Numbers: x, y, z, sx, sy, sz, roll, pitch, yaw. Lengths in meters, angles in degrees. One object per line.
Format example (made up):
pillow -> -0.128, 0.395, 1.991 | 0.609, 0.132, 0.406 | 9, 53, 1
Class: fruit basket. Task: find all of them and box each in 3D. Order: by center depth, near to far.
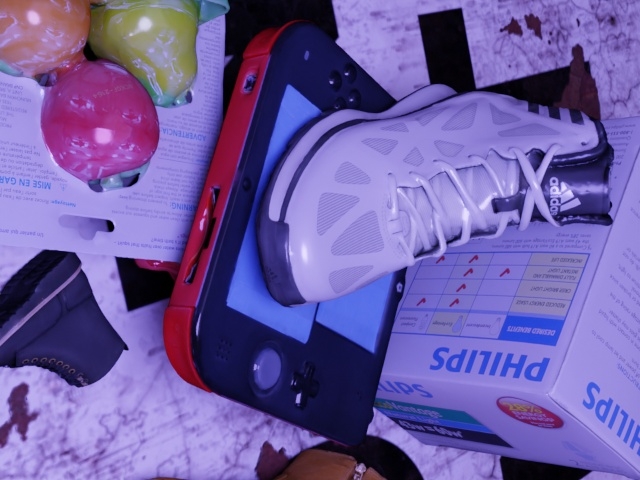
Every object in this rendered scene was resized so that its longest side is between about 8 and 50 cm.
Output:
fruit basket -> -0.228, -0.162, 1.017 | 0.327, 0.165, 0.353 | 6, 86, -42

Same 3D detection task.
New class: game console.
game console -> 0.000, 0.000, 1.134 | 0.342, 0.060, 0.387 | 31, 69, -47

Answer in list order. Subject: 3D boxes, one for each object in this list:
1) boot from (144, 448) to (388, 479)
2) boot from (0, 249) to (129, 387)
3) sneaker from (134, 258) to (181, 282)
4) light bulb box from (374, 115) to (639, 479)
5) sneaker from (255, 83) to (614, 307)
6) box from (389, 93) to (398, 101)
boot -> -0.051, 0.297, 1.202 | 0.211, 0.295, 0.104 | -64, 177, -64
boot -> -0.274, 0.117, 1.031 | 0.198, 0.076, 0.137 | -46, 123, -31
sneaker -> -0.103, 0.076, 1.186 | 0.118, 0.107, 0.279 | -46, 116, -12
light bulb box -> 0.253, 0.066, 1.313 | 0.225, 0.358, 0.361 | 40, 64, -33
sneaker -> 0.144, -0.061, 1.071 | 0.447, 0.257, 0.169 | -36, 123, -48
box -> 0.032, -0.098, 1.297 | 0.130, 0.091, 0.171 | 35, 67, -36
